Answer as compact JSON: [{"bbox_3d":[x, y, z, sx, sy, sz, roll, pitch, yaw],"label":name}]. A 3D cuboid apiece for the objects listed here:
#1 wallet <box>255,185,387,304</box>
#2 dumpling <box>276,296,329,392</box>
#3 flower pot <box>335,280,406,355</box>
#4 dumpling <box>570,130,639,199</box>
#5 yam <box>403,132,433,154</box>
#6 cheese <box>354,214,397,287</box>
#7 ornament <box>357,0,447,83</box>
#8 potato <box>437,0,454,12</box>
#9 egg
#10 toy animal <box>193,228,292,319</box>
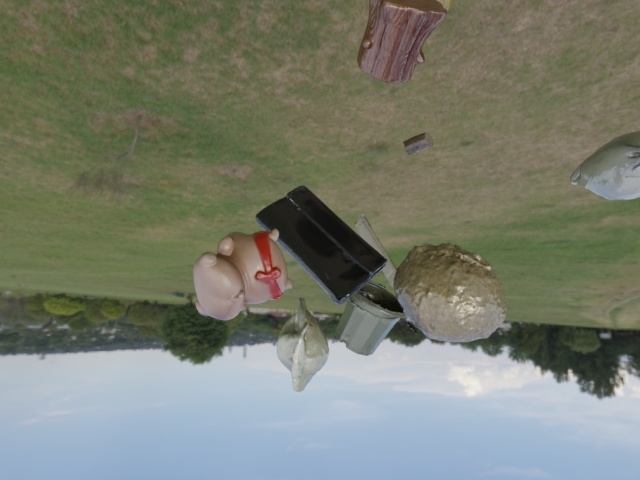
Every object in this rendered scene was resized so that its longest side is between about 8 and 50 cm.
[{"bbox_3d":[0.000,0.000,1.339,0.228,0.406,0.062,-38,160,-24],"label":"wallet"},{"bbox_3d":[-0.043,0.237,1.038,0.131,0.252,0.179,0,126,8],"label":"dumpling"},{"bbox_3d":[0.194,0.327,1.747,0.290,0.259,0.290,26,-165,-8],"label":"flower pot"},{"bbox_3d":[0.879,-0.210,1.126,0.260,0.181,0.341,-15,155,-2],"label":"dumpling"},{"bbox_3d":[0.475,-0.471,2.001,0.084,0.084,0.127,11,162,-39],"label":"yam"},{"bbox_3d":[0.290,0.054,2.096,0.034,0.400,0.085,-8,153,-44],"label":"cheese"},{"bbox_3d":[0.224,-0.597,1.205,0.221,0.235,0.217,24,137,6],"label":"ornament"},{"bbox_3d":[0.424,-0.935,1.483,0.182,0.202,0.117,4,160,-15],"label":"potato"},{"bbox_3d":[0.359,0.147,1.153,0.310,0.279,0.279,33,171,8],"label":"egg"},{"bbox_3d":[-0.153,0.063,0.831,0.198,0.171,0.171,-24,-171,-41],"label":"toy animal"}]
